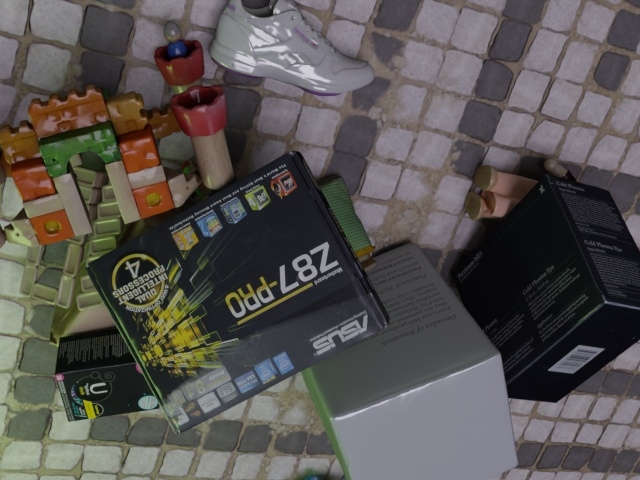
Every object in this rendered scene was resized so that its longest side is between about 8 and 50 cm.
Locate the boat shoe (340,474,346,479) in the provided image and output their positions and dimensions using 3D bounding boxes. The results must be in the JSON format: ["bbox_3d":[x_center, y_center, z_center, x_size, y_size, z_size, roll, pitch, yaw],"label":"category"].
[{"bbox_3d":[0.136,0.548,1.918,0.136,0.156,0.367,14,112,-23],"label":"boat shoe"}]

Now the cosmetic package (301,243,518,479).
[{"bbox_3d":[0.146,0.279,1.635,0.328,0.393,0.329,-21,125,-6],"label":"cosmetic package"}]

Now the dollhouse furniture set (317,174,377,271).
[{"bbox_3d":[0.000,0.000,1.501,0.302,0.151,0.197,-25,98,-34],"label":"dollhouse furniture set"}]

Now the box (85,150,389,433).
[{"bbox_3d":[-0.133,0.083,1.323,0.395,0.097,0.318,-27,93,7],"label":"box"}]

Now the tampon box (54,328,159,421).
[{"bbox_3d":[-0.371,0.233,1.434,0.161,0.101,0.120,-8,125,-7],"label":"tampon box"}]

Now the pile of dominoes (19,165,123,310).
[{"bbox_3d":[-0.425,-0.002,1.443,0.040,0.196,0.251,5,98,-65],"label":"pile of dominoes"}]

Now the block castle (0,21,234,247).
[{"bbox_3d":[-0.382,-0.180,1.302,0.454,0.303,0.212,-16,126,-9],"label":"block castle"}]

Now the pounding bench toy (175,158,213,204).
[{"bbox_3d":[-0.235,-0.105,1.509,0.052,0.083,0.065,-44,121,8],"label":"pounding bench toy"}]

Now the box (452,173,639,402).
[{"bbox_3d":[0.463,0.103,1.630,0.179,0.312,0.343,11,137,-27],"label":"box"}]

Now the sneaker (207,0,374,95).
[{"bbox_3d":[-0.035,-0.344,1.430,0.305,0.114,0.152,9,114,-21],"label":"sneaker"}]

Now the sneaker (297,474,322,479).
[{"bbox_3d":[-0.056,0.652,1.967,0.126,0.091,0.240,40,104,-7],"label":"sneaker"}]

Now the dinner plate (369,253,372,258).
[{"bbox_3d":[0.041,0.050,1.714,0.141,0.017,0.141,-7,119,-13],"label":"dinner plate"}]

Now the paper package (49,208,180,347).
[{"bbox_3d":[-0.291,0.113,1.556,0.325,0.168,0.309,31,104,-27],"label":"paper package"}]

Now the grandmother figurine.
[{"bbox_3d":[0.484,-0.069,1.748,0.343,0.104,0.207,7,124,-18],"label":"grandmother figurine"}]
